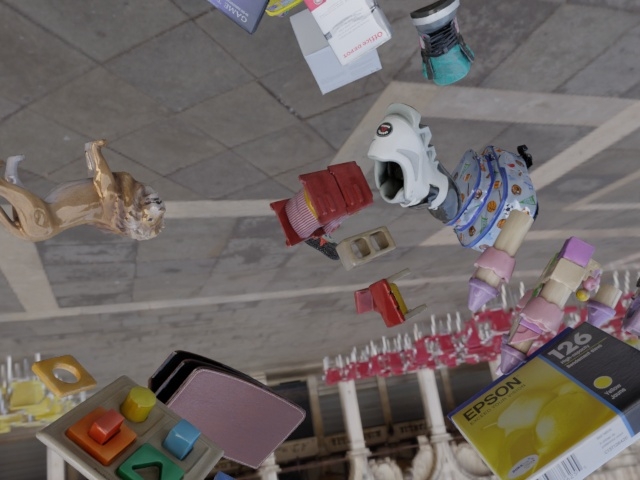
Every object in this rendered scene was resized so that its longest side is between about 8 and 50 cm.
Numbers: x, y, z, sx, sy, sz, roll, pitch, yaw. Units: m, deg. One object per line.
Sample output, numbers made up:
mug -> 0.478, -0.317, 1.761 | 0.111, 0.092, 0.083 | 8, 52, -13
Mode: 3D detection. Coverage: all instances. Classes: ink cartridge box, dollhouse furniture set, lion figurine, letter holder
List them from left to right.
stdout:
lion figurine -> -0.530, -0.079, 1.215 | 0.392, 0.240, 0.142 | -19, -164, -35
letter holder -> -0.211, 0.359, 1.312 | 0.301, 0.152, 0.214 | 32, 108, -29
dollhouse furniture set -> 0.052, 0.032, 1.275 | 0.152, 0.374, 0.201 | -20, 171, -28
ink cartridge box -> 0.053, -0.419, 1.060 | 0.109, 0.150, 0.063 | -26, -163, 22
ink cartridge box -> 0.378, 0.261, 0.954 | 0.303, 0.072, 0.307 | -35, -163, -3

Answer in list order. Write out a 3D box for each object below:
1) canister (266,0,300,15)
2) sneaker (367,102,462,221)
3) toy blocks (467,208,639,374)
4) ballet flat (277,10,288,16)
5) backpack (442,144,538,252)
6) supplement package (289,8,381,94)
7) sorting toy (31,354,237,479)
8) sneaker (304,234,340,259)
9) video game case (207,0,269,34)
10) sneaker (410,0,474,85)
canister -> -0.102, -0.609, 1.377 | 0.126, 0.073, 0.170 | -25, -171, 14
sneaker -> 0.183, -0.117, 1.178 | 0.122, 0.146, 0.330 | 19, 159, 44
toy blocks -> 0.412, 0.143, 1.047 | 0.308, 0.260, 0.288 | 29, 176, 17
ballet flat -> -0.164, -0.775, 1.761 | 0.079, 0.222, 0.077 | 5, 140, -38
backpack -> 0.438, -0.096, 1.482 | 0.213, 0.263, 0.277 | 11, 126, -14
supplement package -> 0.047, -0.561, 1.622 | 0.194, 0.149, 0.203 | -22, 160, 9
sorting toy -> -0.222, 0.245, 0.715 | 0.047, 0.347, 0.196 | -57, 173, 12
sneaker -> 0.000, 0.000, 1.706 | 0.057, 0.161, 0.075 | -54, 176, 7
video game case -> -0.150, -0.527, 1.002 | 0.196, 0.026, 0.274 | 37, 142, -5
sneaker -> 0.273, -0.440, 1.277 | 0.123, 0.178, 0.295 | -19, -165, 17
